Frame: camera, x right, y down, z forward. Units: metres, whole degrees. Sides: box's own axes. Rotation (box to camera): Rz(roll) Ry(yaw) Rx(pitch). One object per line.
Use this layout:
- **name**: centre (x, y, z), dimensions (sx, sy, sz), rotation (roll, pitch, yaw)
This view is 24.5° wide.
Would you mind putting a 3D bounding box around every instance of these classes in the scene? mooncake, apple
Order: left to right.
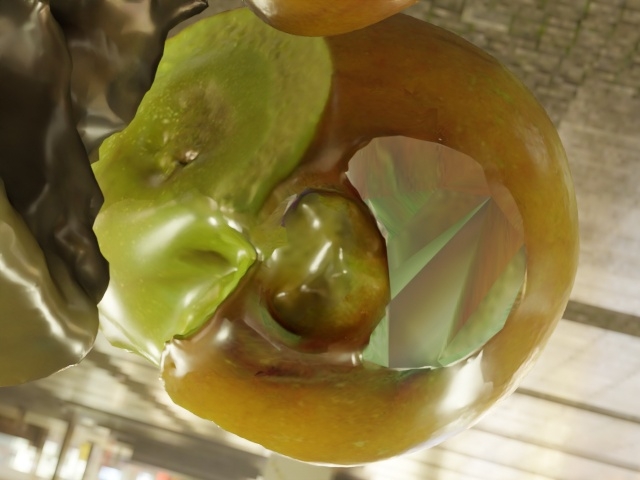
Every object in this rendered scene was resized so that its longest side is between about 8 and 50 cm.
- **mooncake**: centre (-0.210, -0.124, 0.825), dimensions (0.393, 0.394, 0.246), rotation (38, 163, 35)
- **apple**: centre (0.000, 0.000, 1.103), dimensions (0.383, 0.374, 0.374), rotation (-4, 171, -8)

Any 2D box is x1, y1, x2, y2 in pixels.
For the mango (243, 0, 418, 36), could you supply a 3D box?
- **mango**: centre (0.021, -0.178, 0.767), dimensions (0.120, 0.151, 0.221), rotation (42, 138, -14)
